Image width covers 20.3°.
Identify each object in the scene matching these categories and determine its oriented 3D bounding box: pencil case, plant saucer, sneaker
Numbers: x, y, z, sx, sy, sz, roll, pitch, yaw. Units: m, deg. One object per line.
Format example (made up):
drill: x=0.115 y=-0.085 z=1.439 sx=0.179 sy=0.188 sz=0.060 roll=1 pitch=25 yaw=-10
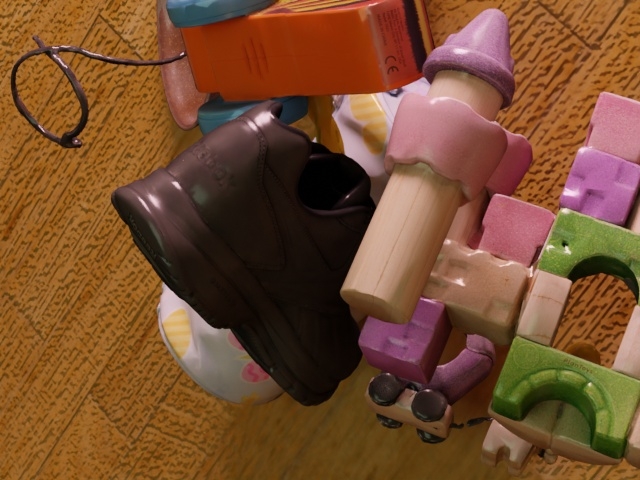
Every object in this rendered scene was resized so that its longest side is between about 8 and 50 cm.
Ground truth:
pencil case: x=0.000 y=0.000 z=1.265 sx=0.273 sy=0.124 sz=0.113 roll=-47 pitch=22 yaw=29
plant saucer: x=-0.084 y=-0.180 z=1.325 sx=0.198 sy=0.036 sz=0.199 roll=179 pitch=90 yaw=-73
sneaker: x=-0.014 y=0.011 z=1.095 sx=0.130 sy=0.286 sz=0.109 roll=-41 pitch=65 yaw=0

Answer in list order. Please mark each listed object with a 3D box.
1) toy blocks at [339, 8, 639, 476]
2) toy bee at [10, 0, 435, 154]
toy blocks: x=0.186 y=0.000 z=1.090 sx=0.288 sy=0.309 sz=0.260 roll=19 pitch=73 yaw=13
toy bee: x=-0.037 y=-0.142 z=1.151 sx=0.298 sy=0.162 sz=0.195 roll=20 pitch=123 yaw=28
